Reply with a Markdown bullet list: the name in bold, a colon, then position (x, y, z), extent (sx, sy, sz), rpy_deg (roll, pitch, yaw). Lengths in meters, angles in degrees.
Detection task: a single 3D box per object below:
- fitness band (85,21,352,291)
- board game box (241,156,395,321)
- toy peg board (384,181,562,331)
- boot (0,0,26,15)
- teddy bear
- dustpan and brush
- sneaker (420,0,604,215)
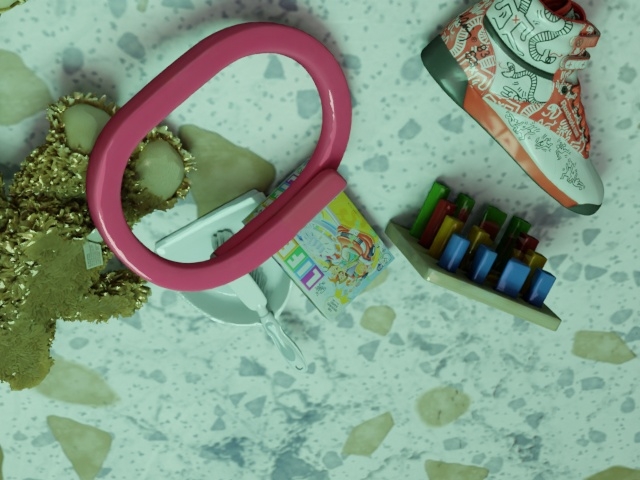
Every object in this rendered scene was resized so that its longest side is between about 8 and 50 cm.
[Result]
- **fitness band**: position (-0.092, -0.083, 1.066), extent (0.291, 0.054, 0.209), rpy_deg (-42, 116, -9)
- **board game box**: position (0.000, 0.000, 1.180), extent (0.103, 0.026, 0.154), rpy_deg (-44, 119, -8)
- **toy peg board**: position (0.173, 0.008, 1.157), extent (0.161, 0.160, 0.079), rpy_deg (21, 102, -18)
- **boot**: position (-0.296, -0.216, 1.005), extent (0.203, 0.095, 0.262), rpy_deg (-14, 120, 1)
- **teddy bear**: position (-0.278, -0.004, 1.132), extent (0.245, 0.113, 0.338), rpy_deg (6, 121, -35)
- **dustpan and brush**: position (-0.073, 0.064, 1.217), extent (0.147, 0.060, 0.211), rpy_deg (-28, 121, 12)
- **sneaker**: position (0.241, -0.146, 1.098), extent (0.270, 0.090, 0.145), rpy_deg (39, 114, -23)
